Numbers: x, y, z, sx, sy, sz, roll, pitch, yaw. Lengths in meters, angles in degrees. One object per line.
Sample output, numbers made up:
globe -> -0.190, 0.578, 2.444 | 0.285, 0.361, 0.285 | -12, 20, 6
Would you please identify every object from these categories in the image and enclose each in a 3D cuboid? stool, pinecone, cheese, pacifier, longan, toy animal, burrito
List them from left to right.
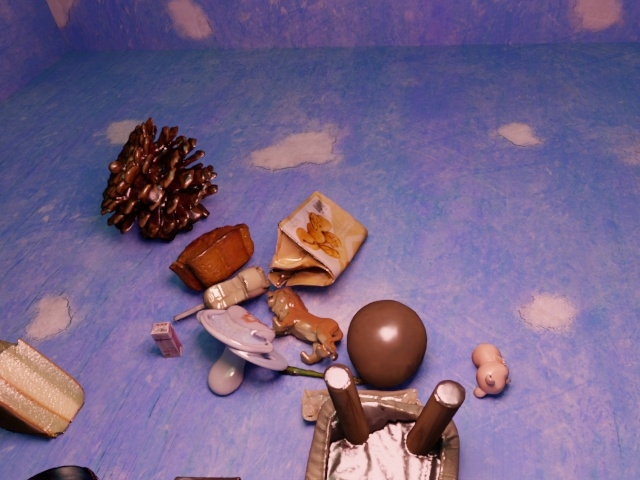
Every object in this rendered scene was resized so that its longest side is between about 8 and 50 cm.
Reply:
pinecone -> -0.521, -0.190, 1.759 | 0.397, 0.398, 0.398 | -5, 42, 5
cheese -> -0.277, 0.161, 1.482 | 0.286, 0.163, 0.082 | -26, 84, 4
pacifier -> -0.223, 0.280, 1.330 | 0.279, 0.227, 0.207 | 29, 95, 38
toy animal -> -0.042, 0.217, 1.405 | 0.312, 0.097, 0.157 | 24, 45, 30
burrito -> 0.094, 0.373, 1.232 | 0.275, 0.059, 0.082 | -5, 49, 5
stool -> 0.116, 0.419, 1.025 | 0.310, 0.226, 0.310 | 5, 51, 10
longan -> 0.156, 0.237, 1.274 | 0.196, 0.196, 0.220 | 0, 31, 10
toy animal -> 0.390, 0.298, 1.248 | 0.089, 0.083, 0.150 | -12, 29, 16

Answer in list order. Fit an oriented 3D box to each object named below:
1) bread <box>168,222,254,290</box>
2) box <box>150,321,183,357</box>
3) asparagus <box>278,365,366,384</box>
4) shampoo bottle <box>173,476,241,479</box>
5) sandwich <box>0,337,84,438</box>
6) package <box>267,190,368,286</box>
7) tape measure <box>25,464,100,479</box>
bread -> -0.313, 0.040, 1.567 | 0.232, 0.135, 0.246 | -11, 21, 47
box -> -0.400, 0.260, 1.398 | 0.050, 0.117, 0.036 | -4, 46, 3
asparagus -> 0.007, 0.333, 1.319 | 0.233, 0.023, 0.022 | 5, 88, 15
shampoo bottle -> -0.207, 0.529, 1.113 | 0.207, 0.057, 0.063 | -1, 42, 10
sandwich -> -0.724, 0.351, 1.294 | 0.227, 0.198, 0.155 | 7, 44, 18
package -> -0.021, 0.019, 1.563 | 0.221, 0.165, 0.311 | 39, 33, 0
tape measure -> -0.529, 0.549, 1.041 | 0.223, 0.202, 0.135 | -42, 52, -12
